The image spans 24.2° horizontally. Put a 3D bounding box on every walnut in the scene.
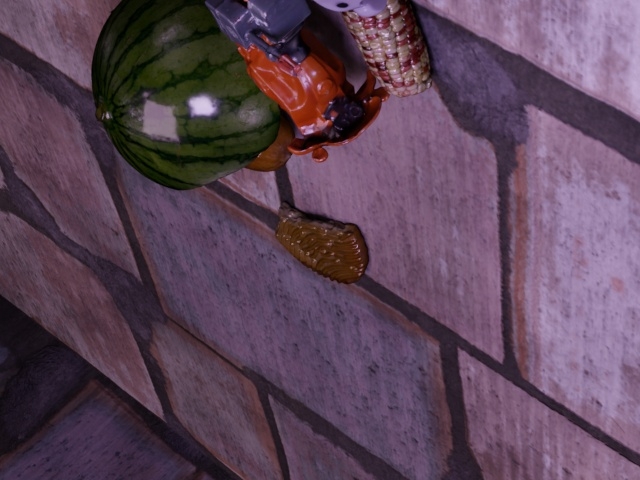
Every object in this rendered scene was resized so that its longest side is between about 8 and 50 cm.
[{"bbox_3d":[-0.119,-0.171,2.217,0.207,0.116,0.116,35,155,36],"label":"walnut"}]

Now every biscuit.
[{"bbox_3d":[-0.001,0.001,2.389,0.176,0.031,0.228,45,157,1],"label":"biscuit"}]

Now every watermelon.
[{"bbox_3d":[-0.220,-0.219,2.092,0.330,0.189,0.331,24,125,40],"label":"watermelon"}]

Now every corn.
[{"bbox_3d":[0.068,-0.268,1.773,0.086,0.086,0.253,22,148,45],"label":"corn"}]

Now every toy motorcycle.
[{"bbox_3d":[-0.033,-0.224,1.836,0.221,0.148,0.326,38,167,33],"label":"toy motorcycle"}]

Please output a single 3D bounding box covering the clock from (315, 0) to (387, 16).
[{"bbox_3d":[0.098,-0.343,1.523,0.254,0.189,0.189,-13,119,49],"label":"clock"}]
